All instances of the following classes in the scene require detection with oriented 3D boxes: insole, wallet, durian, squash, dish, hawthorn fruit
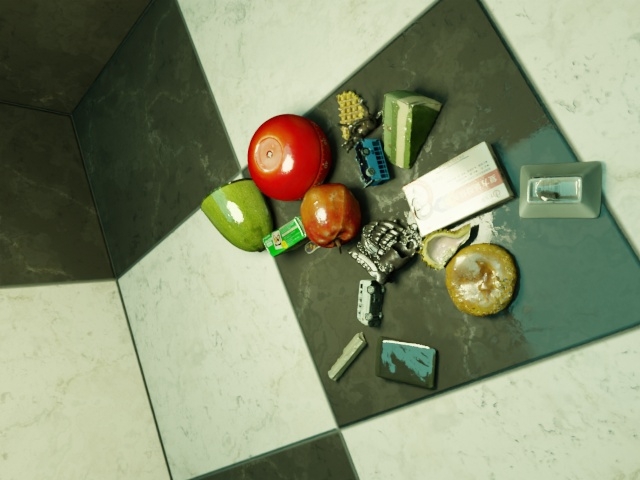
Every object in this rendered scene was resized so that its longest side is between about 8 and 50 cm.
[{"bbox_3d":[0.000,0.000,2.193,0.197,0.004,0.065,-31,72,33],"label":"insole"},{"bbox_3d":[0.332,0.475,1.914,0.246,0.052,0.168,6,93,33],"label":"wallet"},{"bbox_3d":[0.458,0.004,1.789,0.224,0.078,0.140,-40,93,20],"label":"durian"},{"bbox_3d":[-0.363,-0.083,2.293,0.310,0.311,0.308,-37,70,32],"label":"squash"},{"bbox_3d":[0.753,-0.162,1.565,0.244,0.080,0.181,2,92,39],"label":"dish"},{"bbox_3d":[0.050,-0.077,1.984,0.254,0.254,0.300,-39,49,31],"label":"hawthorn fruit"}]

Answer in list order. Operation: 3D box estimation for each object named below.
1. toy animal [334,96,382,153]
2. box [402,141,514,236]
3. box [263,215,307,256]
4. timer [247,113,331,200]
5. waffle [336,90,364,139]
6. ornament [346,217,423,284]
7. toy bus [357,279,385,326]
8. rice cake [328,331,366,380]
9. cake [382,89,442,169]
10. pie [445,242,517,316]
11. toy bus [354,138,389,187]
[{"bbox_3d":[0.161,-0.466,1.993,0.233,0.148,0.084,-43,53,16],"label":"toy animal"},{"bbox_3d":[0.488,-0.177,1.780,0.353,0.069,0.214,-29,73,36],"label":"box"},{"bbox_3d":[-0.115,-0.027,2.175,0.250,0.180,0.102,-32,82,35],"label":"box"},{"bbox_3d":[-0.141,-0.359,2.133,0.379,0.279,0.377,0,91,35],"label":"timer"},{"bbox_3d":[0.117,-0.538,2.075,0.160,0.046,0.191,-46,63,28],"label":"waffle"},{"bbox_3d":[0.265,0.013,1.939,0.251,0.106,0.260,42,109,27],"label":"ornament"},{"bbox_3d":[0.200,0.251,1.992,0.089,0.087,0.193,7,95,44],"label":"toy bus"},{"bbox_3d":[0.111,0.493,2.081,0.256,0.052,0.057,-56,31,24],"label":"rice cake"},{"bbox_3d":[0.351,-0.436,1.893,0.158,0.172,0.283,39,146,38],"label":"cake"},{"bbox_3d":[0.561,0.139,1.722,0.274,0.069,0.272,4,96,35],"label":"pie"},{"bbox_3d":[0.206,-0.314,1.968,0.090,0.107,0.184,141,118,-69],"label":"toy bus"}]
